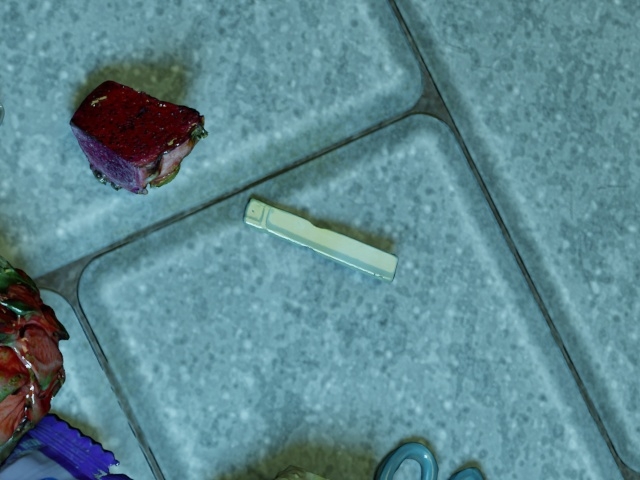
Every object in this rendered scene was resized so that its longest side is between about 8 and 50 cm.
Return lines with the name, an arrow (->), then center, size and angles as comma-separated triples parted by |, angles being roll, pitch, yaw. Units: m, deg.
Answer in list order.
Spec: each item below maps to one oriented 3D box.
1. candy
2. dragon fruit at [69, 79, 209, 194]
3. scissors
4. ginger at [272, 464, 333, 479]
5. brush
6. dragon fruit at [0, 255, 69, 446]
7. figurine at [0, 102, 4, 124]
candy -> -0.309, 0.283, 1.817 | 0.145, 0.070, 0.275 | 32, 58, 27
dragon fruit -> -0.186, -0.091, 1.967 | 0.147, 0.096, 0.102 | 29, 54, 32
scissors -> 0.093, 0.358, 2.010 | 0.138, 0.041, 0.289 | 26, 65, -15
ginger -> -0.025, 0.363, 1.911 | 0.218, 0.123, 0.270 | 8, 75, -25
brush -> 0.000, 0.000, 2.064 | 0.178, 0.030, 0.033 | 22, 85, -7
dragon fruit -> -0.330, 0.121, 1.811 | 0.188, 0.182, 0.182 | -28, 90, 12
figurine -> -0.432, -0.115, 1.836 | 0.308, 0.143, 0.308 | 25, 60, -55
